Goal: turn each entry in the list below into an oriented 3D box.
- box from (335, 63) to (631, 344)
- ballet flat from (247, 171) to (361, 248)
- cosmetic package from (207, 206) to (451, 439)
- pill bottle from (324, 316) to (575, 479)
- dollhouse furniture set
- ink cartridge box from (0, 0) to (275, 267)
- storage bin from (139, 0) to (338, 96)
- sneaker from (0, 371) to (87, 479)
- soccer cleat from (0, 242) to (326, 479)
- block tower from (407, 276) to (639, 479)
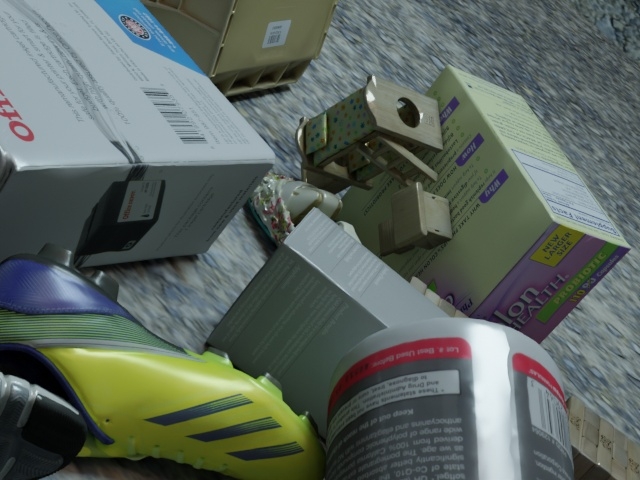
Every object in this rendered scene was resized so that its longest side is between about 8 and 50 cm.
[{"bbox_3d":[0.153,-0.012,1.320,0.117,0.213,0.243,17,33,-38],"label":"box"},{"bbox_3d":[0.000,0.000,1.263,0.091,0.077,0.241,16,34,-40],"label":"ballet flat"},{"bbox_3d":[0.040,0.101,1.098,0.238,0.127,0.107,40,25,-2],"label":"cosmetic package"},{"bbox_3d":[0.088,0.223,0.875,0.176,0.176,0.318,26,42,-24],"label":"pill bottle"},{"bbox_3d":[0.026,-0.048,1.309,0.101,0.182,0.161,16,59,-38],"label":"dollhouse furniture set"},{"bbox_3d":[-0.221,-0.095,1.071,0.223,0.129,0.307,50,28,21],"label":"ink cartridge box"},{"bbox_3d":[-0.078,-0.303,1.453,0.123,0.260,0.262,28,22,18],"label":"storage bin"},{"bbox_3d":[-0.256,0.071,0.814,0.228,0.086,0.132,17,31,-35],"label":"sneaker"},{"bbox_3d":[-0.125,0.119,0.932,0.289,0.093,0.121,35,56,-18],"label":"soccer cleat"},{"bbox_3d":[0.186,0.180,1.198,0.335,0.097,0.091,36,26,-2],"label":"block tower"}]
